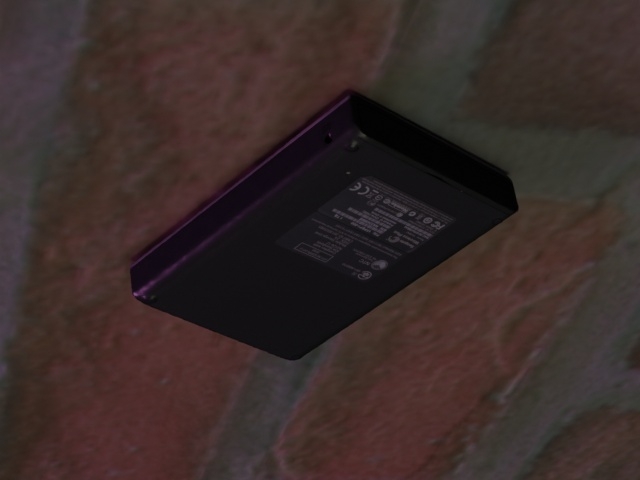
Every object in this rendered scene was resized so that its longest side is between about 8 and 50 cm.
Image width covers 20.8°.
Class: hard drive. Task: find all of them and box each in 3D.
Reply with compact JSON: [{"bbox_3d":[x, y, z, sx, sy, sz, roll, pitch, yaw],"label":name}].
[{"bbox_3d":[0.000,0.000,0.716,0.094,0.022,0.135,24,133,-38],"label":"hard drive"}]
